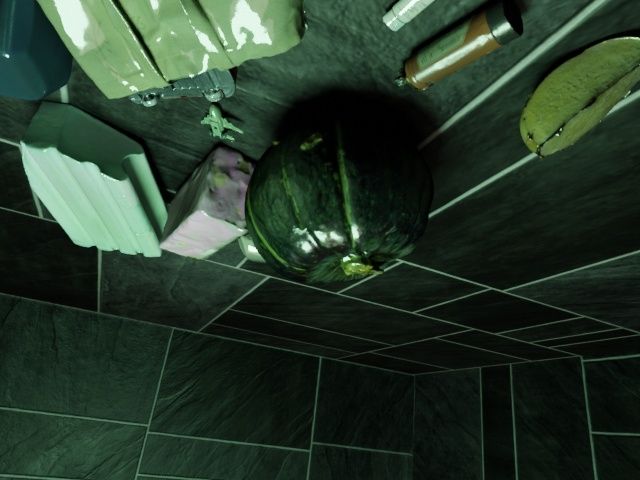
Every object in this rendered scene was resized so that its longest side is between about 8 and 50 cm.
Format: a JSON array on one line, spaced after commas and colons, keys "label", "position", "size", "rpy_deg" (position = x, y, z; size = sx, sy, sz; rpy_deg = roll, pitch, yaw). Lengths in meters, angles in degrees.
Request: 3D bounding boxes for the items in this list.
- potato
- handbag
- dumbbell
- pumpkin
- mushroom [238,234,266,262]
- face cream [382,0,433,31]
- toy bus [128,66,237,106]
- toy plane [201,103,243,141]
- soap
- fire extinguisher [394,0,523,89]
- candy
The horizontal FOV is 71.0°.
[{"label": "potato", "position": [0.335, -0.196, 0.594], "size": [0.172, 0.089, 0.100], "rpy_deg": [-46, 153, 24]}, {"label": "handbag", "position": [-0.174, -0.286, 0.449], "size": [0.315, 0.109, 0.253], "rpy_deg": [-7, 137, 19]}, {"label": "dumbbell", "position": [-0.484, -0.277, 0.538], "size": [0.324, 0.144, 0.160], "rpy_deg": [10, 155, -8]}, {"label": "pumpkin", "position": [0.031, -0.060, 0.758], "size": [0.322, 0.242, 0.323], "rpy_deg": [-9, 158, -3]}, {"label": "mushroom", "position": [-0.074, 0.006, 1.130], "size": [0.269, 0.104, 0.118], "rpy_deg": [1, 162, -11]}, {"label": "face cream", "position": [0.119, -0.282, 0.507], "size": [0.038, 0.020, 0.115], "rpy_deg": [24, 148, -32]}, {"label": "toy bus", "position": [-0.196, -0.241, 0.616], "size": [0.174, 0.077, 0.079], "rpy_deg": [0, 150, 13]}, {"label": "toy plane", "position": [-0.174, -0.198, 0.763], "size": [0.080, 0.033, 0.083], "rpy_deg": [17, 158, 13]}, {"label": "soap", "position": [-0.446, -0.104, 0.903], "size": [0.208, 0.115, 0.347], "rpy_deg": [8, 149, 0]}, {"label": "fire extinguisher", "position": [0.162, -0.235, 0.569], "size": [0.177, 0.050, 0.062], "rpy_deg": [-17, -175, 46]}, {"label": "candy", "position": [-0.230, -0.065, 0.927], "size": [0.115, 0.156, 0.265], "rpy_deg": [20, 154, -29]}]
